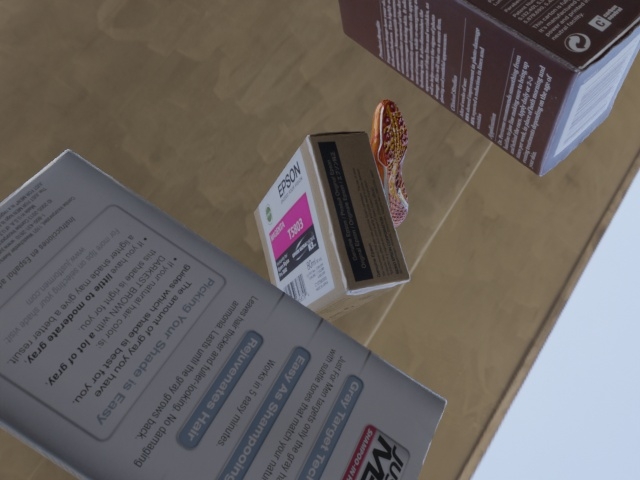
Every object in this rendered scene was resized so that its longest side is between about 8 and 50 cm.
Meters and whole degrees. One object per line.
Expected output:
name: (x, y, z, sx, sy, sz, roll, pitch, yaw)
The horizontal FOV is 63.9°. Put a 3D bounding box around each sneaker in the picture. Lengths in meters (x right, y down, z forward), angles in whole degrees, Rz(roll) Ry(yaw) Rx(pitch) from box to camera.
sneaker: (0.078, -0.099, 0.688, 0.064, 0.067, 0.175, -28, -54, -42)

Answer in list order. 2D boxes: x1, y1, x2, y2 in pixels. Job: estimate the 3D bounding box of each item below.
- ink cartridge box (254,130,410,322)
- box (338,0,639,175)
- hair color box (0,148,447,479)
ink cartridge box: (0.000, 0.000, 0.676, 0.088, 0.234, 0.194, -8, -107, -26)
box: (0.182, -0.276, 0.636, 0.143, 0.191, 0.381, -41, -115, -9)
hair color box: (-0.106, 0.114, 0.408, 0.374, 0.114, 0.185, 34, -125, -1)
